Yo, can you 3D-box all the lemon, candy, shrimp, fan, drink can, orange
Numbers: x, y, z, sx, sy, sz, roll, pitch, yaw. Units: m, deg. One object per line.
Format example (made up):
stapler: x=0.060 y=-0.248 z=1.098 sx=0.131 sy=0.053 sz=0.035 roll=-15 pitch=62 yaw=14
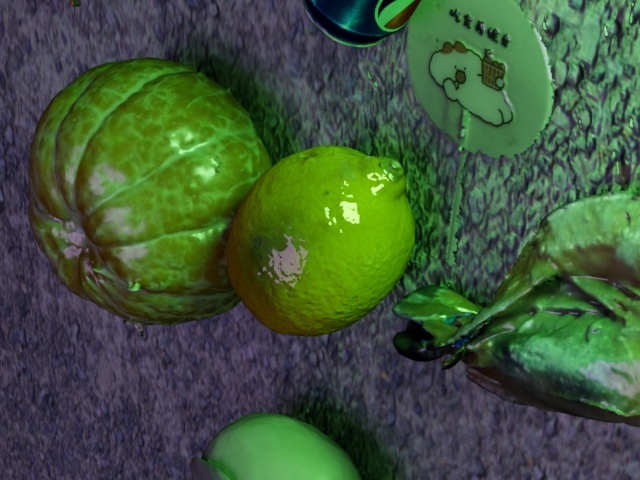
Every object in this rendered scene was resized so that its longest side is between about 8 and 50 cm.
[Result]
lemon: x=0.000 y=0.000 z=1.511 sx=0.188 sy=0.188 sz=0.257 roll=52 pitch=125 yaw=17
candy: x=-0.037 y=0.338 z=1.762 sx=0.295 sy=0.185 sz=0.295 roll=49 pitch=156 yaw=30
shrimp: x=0.230 y=0.070 z=1.353 sx=0.445 sy=0.110 sz=0.221 roll=-7 pitch=99 yaw=49
fan: x=0.144 y=-0.109 z=1.422 sx=0.190 sy=0.009 sz=0.329 roll=34 pitch=133 yaw=34
drink can: x=0.062 y=-0.280 z=1.335 sx=0.118 sy=0.118 sz=0.205 roll=54 pitch=143 yaw=14
orange: x=-0.200 y=-0.054 z=1.679 sx=0.329 sy=0.249 sz=0.329 roll=27 pitch=135 yaw=31

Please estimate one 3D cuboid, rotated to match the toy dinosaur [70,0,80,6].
toy dinosaur: x=-0.372 y=-0.432 z=1.843 sx=0.286 sy=0.070 sz=0.139 roll=41 pitch=115 yaw=26
